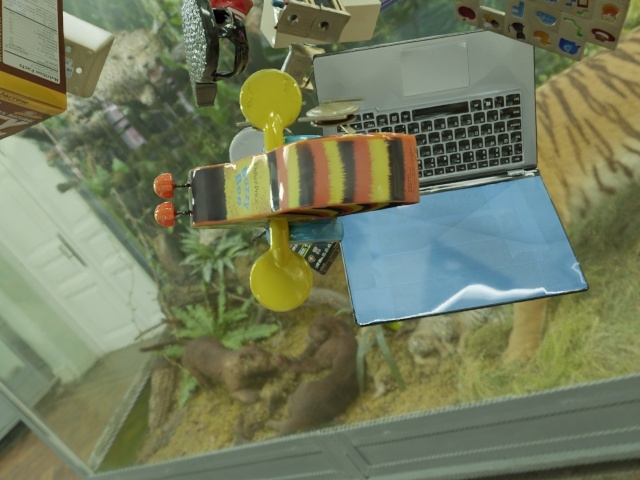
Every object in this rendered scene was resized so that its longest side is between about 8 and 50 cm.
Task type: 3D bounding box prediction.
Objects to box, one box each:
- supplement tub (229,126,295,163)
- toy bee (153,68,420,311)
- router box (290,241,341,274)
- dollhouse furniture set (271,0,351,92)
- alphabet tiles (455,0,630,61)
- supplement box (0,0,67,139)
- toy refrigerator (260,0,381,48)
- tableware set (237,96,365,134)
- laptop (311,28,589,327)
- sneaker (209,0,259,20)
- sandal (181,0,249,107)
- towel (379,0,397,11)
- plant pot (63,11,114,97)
[{"bbox_3d":[-0.114,-0.190,1.399,0.117,0.117,0.190,-31,5,16],"label":"supplement tub"},{"bbox_3d":[-0.057,-0.030,0.582,0.162,0.195,0.298,-3,-24,-29],"label":"toy bee"},{"bbox_3d":[0.000,0.000,1.409,0.092,0.038,0.122,32,90,32],"label":"router box"},{"bbox_3d":[-0.053,-0.401,1.242,0.183,0.129,0.129,-57,40,44],"label":"dollhouse furniture set"},{"bbox_3d":[0.283,-0.329,0.855,0.237,0.198,0.009,28,71,23],"label":"alphabet tiles"},{"bbox_3d":[-0.422,-0.234,0.782,0.191,0.194,0.129,-13,-14,28],"label":"supplement box"},{"bbox_3d":[-0.001,-0.538,1.559,0.270,0.094,0.102,-13,-36,-24],"label":"toy refrigerator"},{"bbox_3d":[-0.028,-0.196,1.075,0.194,0.039,0.128,0,25,20],"label":"tableware set"},{"bbox_3d":[0.207,-0.117,1.076,0.382,0.407,0.236,-9,21,-1],"label":"laptop"},{"bbox_3d":[-0.234,-0.519,1.312,0.128,0.221,0.087,-58,25,-12],"label":"sneaker"},{"bbox_3d":[-0.201,-0.370,1.252,0.107,0.167,0.446,-11,3,-11],"label":"sandal"},{"bbox_3d":[0.094,-0.700,1.643,0.243,0.336,0.040,-23,59,32],"label":"towel"},{"bbox_3d":[-0.379,-0.273,0.973,0.109,0.109,0.096,-62,25,16],"label":"plant pot"}]
